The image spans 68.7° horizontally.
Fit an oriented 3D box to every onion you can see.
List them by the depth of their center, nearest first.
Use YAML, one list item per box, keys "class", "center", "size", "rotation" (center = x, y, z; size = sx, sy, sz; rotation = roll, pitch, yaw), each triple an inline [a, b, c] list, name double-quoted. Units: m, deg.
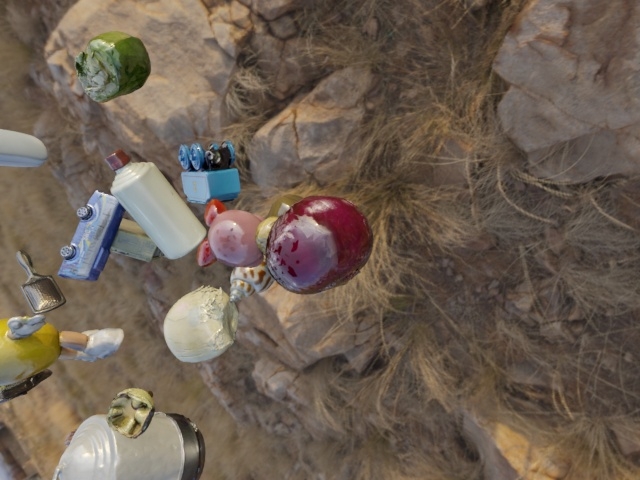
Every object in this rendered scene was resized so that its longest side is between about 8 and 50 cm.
- class: "onion"
  center: [0.000, 0.000, 1.360]
  size: [0.260, 0.337, 0.281]
  rotation: [113, 134, -73]

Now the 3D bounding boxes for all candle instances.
- class: "candle"
  center: [-0.455, 0.514, 1.093]
  size: [0.222, 0.343, 0.221]
  rotation: [-14, 64, 31]

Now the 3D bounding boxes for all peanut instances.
- class: "peanut"
  center: [-0.136, -0.010, 1.621]
  size: [0.147, 0.306, 0.146]
  rotation: [-1, 87, 21]

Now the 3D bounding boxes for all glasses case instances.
- class: "glasses case"
  center: [-0.605, -0.174, 0.871]
  size: [0.045, 0.179, 0.067]
  rotation: [-40, 71, 29]

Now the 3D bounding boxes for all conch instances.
- class: "conch"
  center: [-0.312, 0.174, 2.113]
  size: [0.182, 0.275, 0.149]
  rotation: [50, 168, -12]

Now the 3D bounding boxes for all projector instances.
- class: "projector"
  center: [-0.555, 0.002, 1.433]
  size: [0.088, 0.194, 0.269]
  rotation: [-70, 20, 2]

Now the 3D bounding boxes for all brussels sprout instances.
- class: "brussels sprout"
  center: [-0.478, -0.408, 1.096]
  size: [0.131, 0.145, 0.183]
  rotation: [48, 141, -15]

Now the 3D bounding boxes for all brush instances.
- class: "brush"
  center: [-0.597, 0.080, 0.979]
  size: [0.193, 0.063, 0.016]
  rotation: [41, 136, 30]

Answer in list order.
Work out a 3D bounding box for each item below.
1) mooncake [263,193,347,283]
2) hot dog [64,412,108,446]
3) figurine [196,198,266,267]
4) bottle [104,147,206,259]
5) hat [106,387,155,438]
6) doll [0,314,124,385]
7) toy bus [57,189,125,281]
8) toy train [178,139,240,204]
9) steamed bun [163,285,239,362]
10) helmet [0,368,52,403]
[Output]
- class: "mooncake"
  center: [-0.032, -0.006, 2.014]
  size: [0.467, 0.467, 0.262]
  rotation: [32, 101, 30]
- class: "hot dog"
  center: [-0.770, 0.687, 1.626]
  size: [0.175, 0.114, 0.259]
  rotation: [15, 171, -5]
- class: "figurine"
  center: [-0.328, -0.008, 1.762]
  size: [0.211, 0.262, 0.269]
  rotation: [-177, 99, -81]
- class: "bottle"
  center: [-0.349, -0.080, 0.973]
  size: [0.104, 0.104, 0.245]
  rotation: [-3, 128, 48]
- class: "hat"
  center: [-0.336, 0.302, 0.842]
  size: [0.076, 0.059, 0.077]
  rotation: [27, 96, -9]
- class: "doll"
  center: [-0.734, 0.271, 1.196]
  size: [0.349, 0.423, 0.161]
  rotation: [-23, 66, 12]
- class: "toy bus"
  center: [-0.583, -0.008, 1.203]
  size: [0.094, 0.236, 0.079]
  rotation: [14, 166, 7]
- class: "toy train"
  center: [-0.465, -0.280, 1.959]
  size: [0.300, 0.188, 0.264]
  rotation: [12, 110, 54]
- class: "steamed bun"
  center: [-0.536, 0.353, 2.046]
  size: [0.333, 0.312, 0.232]
  rotation: [-99, -9, -57]
- class: "helmet"
  center: [-1.101, 0.462, 1.618]
  size: [0.231, 0.279, 0.160]
  rotation: [-10, 103, 39]
